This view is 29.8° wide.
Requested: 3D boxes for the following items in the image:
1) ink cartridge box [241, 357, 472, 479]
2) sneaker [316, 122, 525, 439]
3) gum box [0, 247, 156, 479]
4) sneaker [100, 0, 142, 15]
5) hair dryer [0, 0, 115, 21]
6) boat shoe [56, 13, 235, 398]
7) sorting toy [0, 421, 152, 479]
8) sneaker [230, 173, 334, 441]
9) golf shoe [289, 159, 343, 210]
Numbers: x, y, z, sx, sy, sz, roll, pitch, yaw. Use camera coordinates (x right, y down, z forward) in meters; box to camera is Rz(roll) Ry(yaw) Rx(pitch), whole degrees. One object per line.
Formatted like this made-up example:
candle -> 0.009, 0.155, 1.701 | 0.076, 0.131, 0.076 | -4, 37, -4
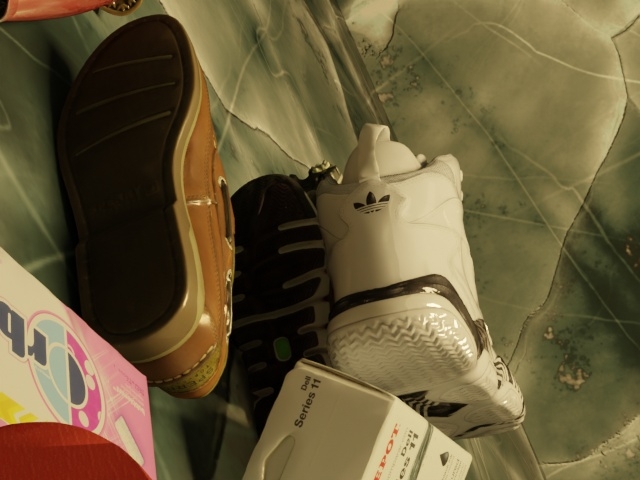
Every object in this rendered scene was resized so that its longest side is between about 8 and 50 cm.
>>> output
ink cartridge box -> 0.025, 0.195, 0.902 | 0.153, 0.087, 0.208 | -67, 151, -11
sneaker -> 0.091, 0.050, 1.057 | 0.366, 0.137, 0.210 | 54, 29, -63
gum box -> -0.150, 0.084, 0.597 | 0.188, 0.062, 0.107 | 52, 18, -47
sneaker -> -0.213, -0.298, 1.071 | 0.192, 0.064, 0.086 | 55, 20, -29
hair dryer -> -0.233, -0.264, 0.913 | 0.223, 0.080, 0.293 | 24, 42, -39
boat shoe -> -0.120, -0.027, 0.875 | 0.104, 0.111, 0.307 | 57, 24, -50
sorting toy -> -0.089, 0.261, 0.502 | 0.126, 0.127, 0.365 | 126, -54, -70
sneaker -> -0.019, 0.091, 1.095 | 0.162, 0.106, 0.281 | 50, 29, -66
golf shoe -> 0.000, 0.000, 1.320 | 0.273, 0.105, 0.120 | -74, 145, -71
